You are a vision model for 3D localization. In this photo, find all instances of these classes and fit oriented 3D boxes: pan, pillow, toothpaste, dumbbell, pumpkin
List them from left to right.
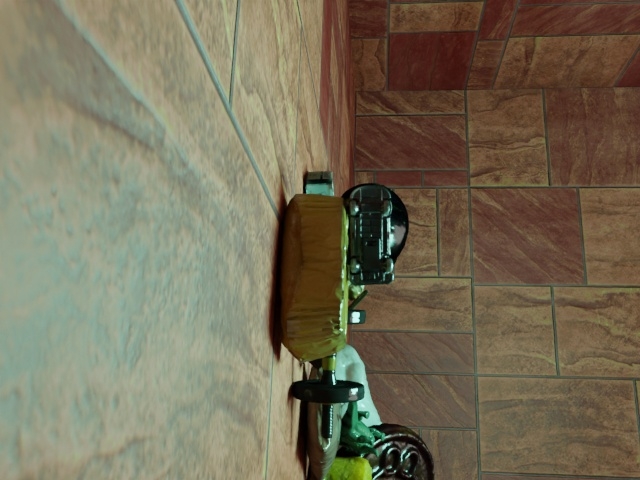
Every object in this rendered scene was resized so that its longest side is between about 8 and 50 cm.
[{"bbox_3d":[0.000,0.000,1.488,0.089,0.070,0.313,-85,174,-72],"label":"toothpaste"},{"bbox_3d":[0.006,0.405,1.460,0.236,0.083,0.224,84,7,-55],"label":"pillow"},{"bbox_3d":[0.018,0.176,1.402,0.202,0.048,0.128,-62,-162,-1],"label":"pan"},{"bbox_3d":[0.018,0.222,1.269,0.143,0.143,0.326,45,45,-82],"label":"dumbbell"},{"bbox_3d":[0.124,-0.033,1.929,0.315,0.238,0.316,-160,-90,-84],"label":"pumpkin"}]

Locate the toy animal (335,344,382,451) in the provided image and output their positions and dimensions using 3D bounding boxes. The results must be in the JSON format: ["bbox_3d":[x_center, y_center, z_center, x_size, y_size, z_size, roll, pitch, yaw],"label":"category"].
[{"bbox_3d":[0.082,0.483,1.873,0.258,0.193,0.358,1,77,-75],"label":"toy animal"}]

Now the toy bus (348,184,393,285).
[{"bbox_3d":[0.085,-0.010,1.143,0.077,0.079,0.175,-164,-108,-85],"label":"toy bus"}]

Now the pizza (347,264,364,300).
[{"bbox_3d":[0.010,0.067,1.362,0.062,0.182,0.161,-40,123,-29],"label":"pizza"}]

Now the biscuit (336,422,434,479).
[{"bbox_3d":[0.164,0.702,1.758,0.091,0.407,0.408,8,-80,53],"label":"biscuit"}]

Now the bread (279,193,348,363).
[{"bbox_3d":[-0.009,0.059,1.118,0.153,0.119,0.288,74,16,-60],"label":"bread"}]

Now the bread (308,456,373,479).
[{"bbox_3d":[0.045,0.618,1.522,0.147,0.160,0.261,78,14,-46],"label":"bread"}]

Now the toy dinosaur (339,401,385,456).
[{"bbox_3d":[0.099,0.454,1.548,0.292,0.119,0.079,94,14,-51],"label":"toy dinosaur"}]
